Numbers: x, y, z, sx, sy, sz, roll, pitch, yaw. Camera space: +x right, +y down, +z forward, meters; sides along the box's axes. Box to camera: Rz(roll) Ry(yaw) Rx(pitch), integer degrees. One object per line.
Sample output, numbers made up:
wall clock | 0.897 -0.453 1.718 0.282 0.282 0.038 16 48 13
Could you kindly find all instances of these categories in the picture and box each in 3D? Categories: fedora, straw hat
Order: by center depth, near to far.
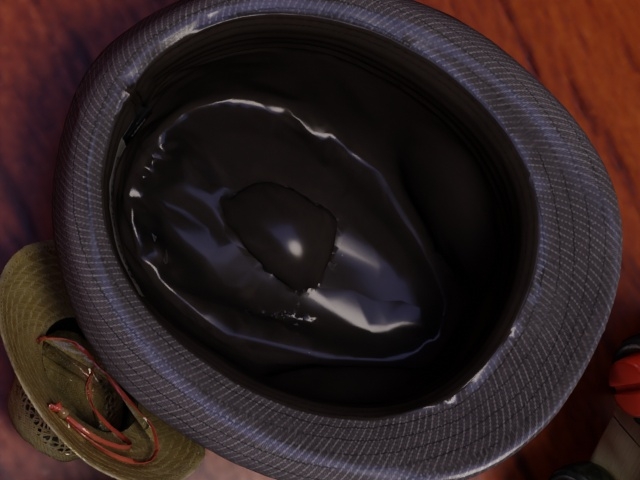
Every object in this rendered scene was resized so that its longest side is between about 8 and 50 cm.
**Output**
straw hat | -0.124 0.075 0.759 0.144 0.144 0.061 47 117 -6
fedora | 0.000 0.000 0.768 0.275 0.124 0.243 24 78 -2

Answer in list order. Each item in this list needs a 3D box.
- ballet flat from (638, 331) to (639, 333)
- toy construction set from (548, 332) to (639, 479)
ballet flat | 0.259 0.127 0.853 0.221 0.077 0.079 36 97 -3
toy construction set | 0.223 0.155 0.737 0.151 0.327 0.215 -4 43 -43
